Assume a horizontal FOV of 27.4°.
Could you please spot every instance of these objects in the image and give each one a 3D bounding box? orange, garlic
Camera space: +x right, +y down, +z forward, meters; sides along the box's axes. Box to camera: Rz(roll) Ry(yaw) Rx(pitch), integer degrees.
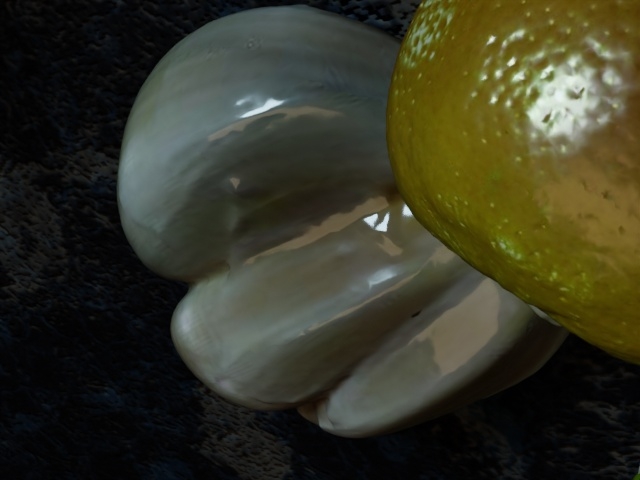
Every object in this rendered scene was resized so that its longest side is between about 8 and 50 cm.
[{"bbox_3d":[0.143,-0.044,0.579,0.237,0.179,0.158,37,-179,1],"label":"orange"},{"bbox_3d":[0.001,0.000,0.759,0.325,0.132,0.279,-22,107,36],"label":"garlic"}]

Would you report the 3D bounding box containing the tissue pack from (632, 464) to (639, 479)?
[{"bbox_3d":[0.313,0.150,0.677,0.200,0.167,0.275,37,136,-5],"label":"tissue pack"}]
